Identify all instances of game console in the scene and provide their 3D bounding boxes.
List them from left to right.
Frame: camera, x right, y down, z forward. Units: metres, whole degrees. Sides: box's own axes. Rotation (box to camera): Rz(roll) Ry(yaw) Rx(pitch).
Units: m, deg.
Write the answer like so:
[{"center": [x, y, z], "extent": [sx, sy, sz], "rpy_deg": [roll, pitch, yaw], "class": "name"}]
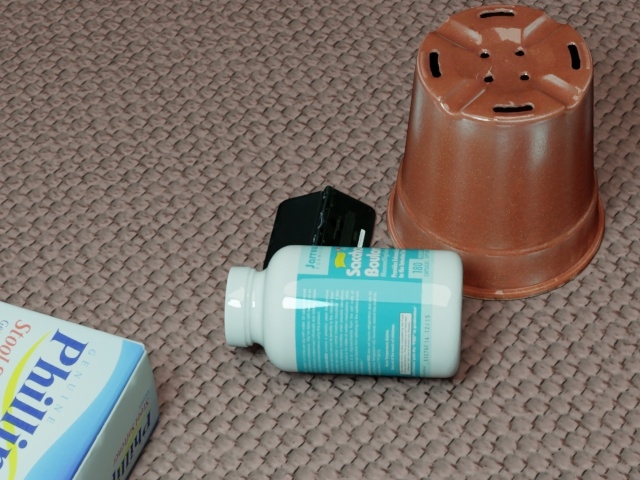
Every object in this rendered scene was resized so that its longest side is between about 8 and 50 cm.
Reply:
[{"center": [0.000, 0.000, 2.002], "extent": [0.107, 0.071, 0.122], "rpy_deg": [25, 49, -15], "class": "game console"}]

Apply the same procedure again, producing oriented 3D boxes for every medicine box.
[{"center": [-0.359, 0.212, 1.742], "extent": [0.289, 0.149, 0.263], "rpy_deg": [14, 51, 16], "class": "medicine box"}]

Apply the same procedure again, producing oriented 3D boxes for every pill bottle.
[{"center": [0.028, 0.079, 1.841], "extent": [0.264, 0.146, 0.146], "rpy_deg": [2, 49, 4], "class": "pill bottle"}]

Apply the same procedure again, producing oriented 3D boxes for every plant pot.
[{"center": [0.211, -0.116, 1.926], "extent": [0.272, 0.265, 0.272], "rpy_deg": [-2, 49, 2], "class": "plant pot"}]
